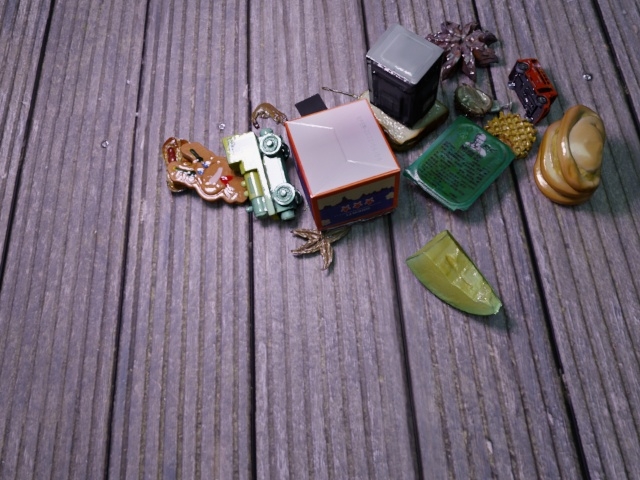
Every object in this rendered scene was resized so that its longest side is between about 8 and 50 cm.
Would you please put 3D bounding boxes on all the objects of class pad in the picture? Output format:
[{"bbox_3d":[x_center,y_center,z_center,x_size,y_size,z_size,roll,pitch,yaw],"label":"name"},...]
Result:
[{"bbox_3d":[-0.019,-0.521,1.902,0.116,0.004,0.193,-27,70,-4],"label":"pad"}]

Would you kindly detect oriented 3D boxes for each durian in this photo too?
[{"bbox_3d":[0.584,-0.543,1.802,0.148,0.091,0.188,-7,66,-10],"label":"durian"}]

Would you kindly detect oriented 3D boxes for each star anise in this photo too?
[{"bbox_3d":[0.571,-0.786,1.876,0.332,0.117,0.331,-4,68,10],"label":"star anise"}]

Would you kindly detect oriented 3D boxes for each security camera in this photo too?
[{"bbox_3d":[0.705,-0.531,1.810,0.092,0.058,0.058,-3,70,17],"label":"security camera"}]

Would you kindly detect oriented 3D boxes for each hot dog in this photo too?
[{"bbox_3d":[-0.572,-0.306,1.850,0.131,0.069,0.252,-11,71,1],"label":"hot dog"}]

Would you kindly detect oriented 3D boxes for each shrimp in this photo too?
[{"bbox_3d":[-0.217,-0.502,1.902,0.178,0.034,0.124,41,82,19],"label":"shrimp"}]

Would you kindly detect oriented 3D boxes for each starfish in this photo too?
[{"bbox_3d":[0.000,0.001,1.689,0.227,0.043,0.240,-8,63,6],"label":"starfish"}]

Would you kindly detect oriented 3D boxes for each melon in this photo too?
[{"bbox_3d":[0.465,0.129,1.555,0.196,0.124,0.323,-38,77,-7],"label":"melon"}]

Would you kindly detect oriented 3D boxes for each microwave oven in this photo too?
[{"bbox_3d":[0.290,-0.567,1.629,0.237,0.295,0.181,38,83,16],"label":"microwave oven"}]

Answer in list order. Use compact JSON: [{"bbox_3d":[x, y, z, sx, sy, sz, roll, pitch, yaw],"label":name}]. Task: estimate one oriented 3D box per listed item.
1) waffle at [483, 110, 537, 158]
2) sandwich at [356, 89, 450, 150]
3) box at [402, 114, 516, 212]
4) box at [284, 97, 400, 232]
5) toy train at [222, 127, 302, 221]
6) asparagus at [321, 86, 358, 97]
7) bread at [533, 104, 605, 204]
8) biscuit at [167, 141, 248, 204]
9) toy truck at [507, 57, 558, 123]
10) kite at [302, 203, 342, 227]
[{"bbox_3d":[0.716,-0.395,1.743,0.193,0.070,0.197,15,72,11],"label":"waffle"},{"bbox_3d":[0.317,-0.514,1.816,0.271,0.099,0.301,-38,74,-3],"label":"sandwich"},{"bbox_3d":[0.511,-0.265,1.700,0.264,0.106,0.337,42,79,17],"label":"box"},{"bbox_3d":[0.077,-0.265,1.650,0.319,0.257,0.348,-18,63,-5],"label":"box"},{"bbox_3d":[-0.212,-0.234,1.724,0.237,0.150,0.369,-16,81,3],"label":"toy train"},{"bbox_3d":[0.082,-0.623,1.924,0.166,0.013,0.016,19,63,12],"label":"asparagus"},{"bbox_3d":[0.863,-0.295,1.598,0.211,0.270,0.315,3,76,23],"label":"bread"},{"bbox_3d":[-0.423,-0.253,1.785,0.334,0.047,0.202,30,67,1],"label":"biscuit"},{"bbox_3d":[0.829,-0.582,1.778,0.114,0.107,0.252,-13,67,-8],"label":"toy truck"},{"bbox_3d":[0.030,-0.128,1.754,0.198,0.006,0.244,-24,70,-3],"label":"kite"}]
